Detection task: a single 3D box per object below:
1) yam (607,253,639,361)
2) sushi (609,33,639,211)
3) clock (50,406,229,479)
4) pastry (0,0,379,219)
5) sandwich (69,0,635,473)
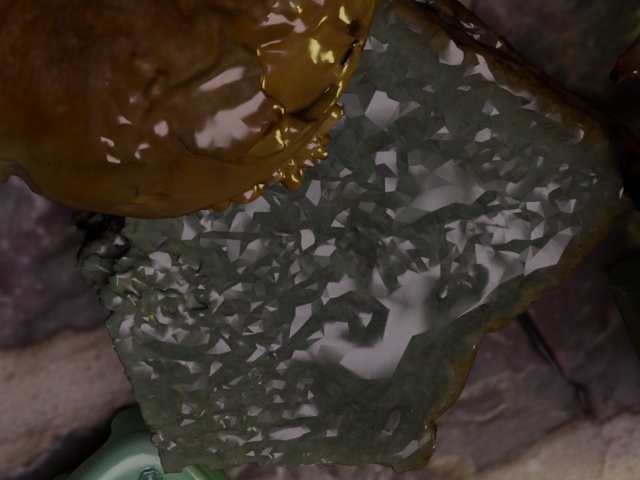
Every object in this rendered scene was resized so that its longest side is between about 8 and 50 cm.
[{"bbox_3d":[0.254,0.083,1.223,0.078,0.078,0.179,-29,115,-1],"label":"yam"},{"bbox_3d":[0.261,0.012,1.028,0.196,0.182,0.343,-23,127,-21],"label":"sushi"},{"bbox_3d":[-0.138,0.208,1.182,0.188,0.060,0.148,-36,118,4],"label":"clock"},{"bbox_3d":[-0.112,-0.135,0.930,0.311,0.162,0.255,19,75,16],"label":"pastry"},{"bbox_3d":[0.000,0.000,1.087,0.262,0.131,0.325,32,103,-26],"label":"sandwich"}]
